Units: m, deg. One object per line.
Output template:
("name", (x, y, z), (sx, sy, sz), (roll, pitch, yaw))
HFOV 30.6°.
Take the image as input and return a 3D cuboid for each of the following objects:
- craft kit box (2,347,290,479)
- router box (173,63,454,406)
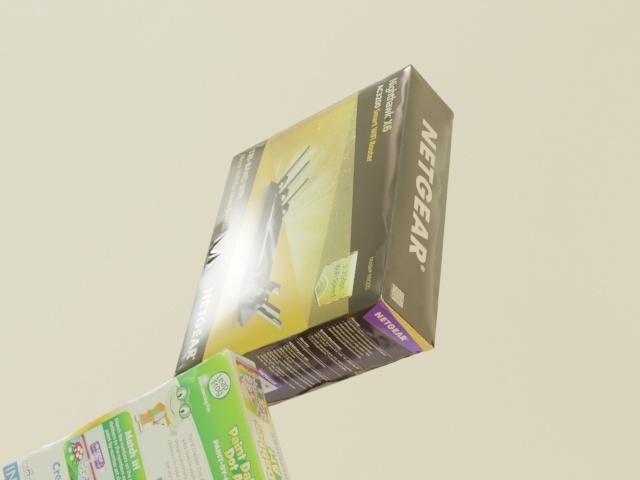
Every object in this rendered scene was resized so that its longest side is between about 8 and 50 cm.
("craft kit box", (-0.134, 0.253, 0.970), (0.246, 0.061, 0.250), (-29, -120, 18))
("router box", (0.000, 0.000, 1.127), (0.243, 0.081, 0.309), (-24, -142, 31))
